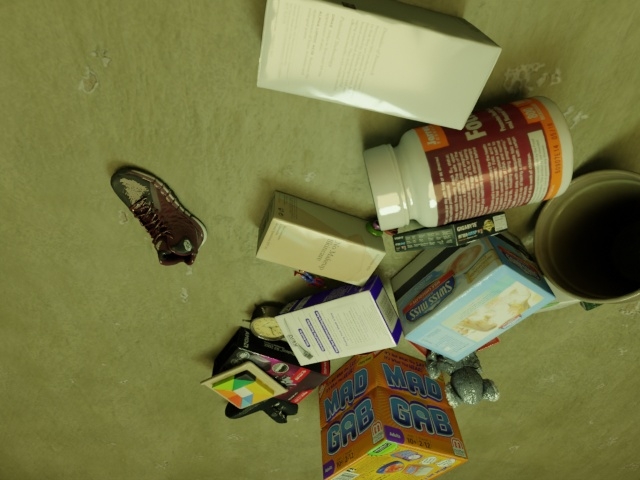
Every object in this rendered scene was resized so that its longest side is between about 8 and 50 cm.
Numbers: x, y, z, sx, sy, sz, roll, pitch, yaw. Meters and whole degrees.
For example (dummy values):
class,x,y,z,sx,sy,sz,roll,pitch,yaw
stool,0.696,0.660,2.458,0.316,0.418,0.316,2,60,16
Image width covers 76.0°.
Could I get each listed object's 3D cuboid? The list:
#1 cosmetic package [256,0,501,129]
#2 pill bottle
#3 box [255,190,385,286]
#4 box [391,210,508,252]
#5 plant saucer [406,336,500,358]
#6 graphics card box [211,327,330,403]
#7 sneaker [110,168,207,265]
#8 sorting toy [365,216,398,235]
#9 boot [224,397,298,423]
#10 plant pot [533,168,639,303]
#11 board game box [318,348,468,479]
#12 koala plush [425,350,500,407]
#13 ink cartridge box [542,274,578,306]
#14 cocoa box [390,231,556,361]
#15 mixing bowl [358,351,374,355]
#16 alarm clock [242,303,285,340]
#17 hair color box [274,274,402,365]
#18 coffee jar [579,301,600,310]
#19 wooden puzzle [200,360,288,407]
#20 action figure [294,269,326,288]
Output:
class,x,y,z,sx,sy,sz,roll,pitch,yaw
cosmetic package,0.088,-0.344,0.740,0.384,0.217,0.156,6,130,-11
pill bottle,0.303,-0.157,0.905,0.392,0.224,0.224,-14,130,7
box,0.000,0.000,1.086,0.311,0.121,0.148,16,127,-16
box,0.313,-0.018,1.012,0.175,0.051,0.220,-13,-179,-28
plant saucer,0.463,0.332,1.448,0.258,0.048,0.259,-32,125,22
graphics card box,-0.178,0.463,1.490,0.370,0.094,0.233,26,125,-22
sneaker,-0.396,-0.041,0.998,0.106,0.163,0.281,-32,126,21
sorting toy,0.170,-0.045,1.099,0.101,0.061,0.042,1,134,-35
boot,-0.238,0.699,1.684,0.246,0.094,0.207,-31,122,14
plant pot,0.775,0.009,1.042,0.280,0.323,0.323,11,130,-29
board game box,0.241,0.663,1.513,0.356,0.356,0.356,25,125,-22
koala plush,0.473,0.446,1.369,0.196,0.221,0.203,-4,130,1
ink cartridge box,0.662,0.164,1.230,0.154,0.093,0.212,-13,160,8
cocoa box,0.408,0.137,1.158,0.231,0.228,0.347,28,124,-24
mixing bowl,0.127,0.264,1.315,0.181,0.098,0.182,9,114,21
alarm clock,-0.148,0.278,1.344,0.192,0.064,0.129,40,124,-23
hair color box,0.052,0.244,1.223,0.338,0.110,0.185,-21,102,28
coffee jar,0.907,0.144,1.294,0.184,0.079,0.096,-28,119,20
wooden puzzle,-0.267,0.522,1.445,0.220,0.044,0.239,-28,127,21
action figure,-0.026,0.121,1.251,0.115,0.030,0.038,30,118,-28
